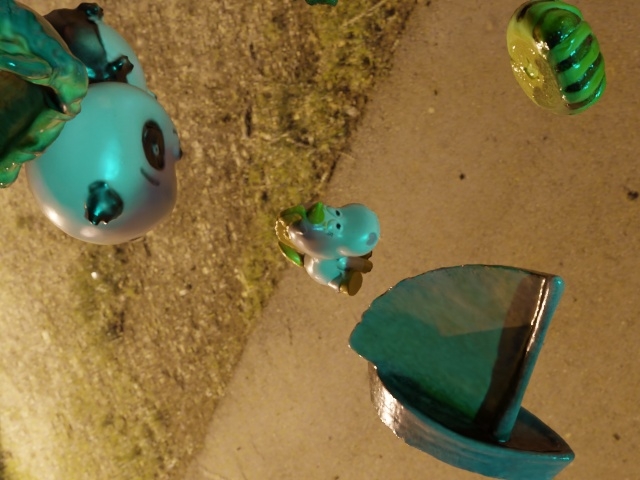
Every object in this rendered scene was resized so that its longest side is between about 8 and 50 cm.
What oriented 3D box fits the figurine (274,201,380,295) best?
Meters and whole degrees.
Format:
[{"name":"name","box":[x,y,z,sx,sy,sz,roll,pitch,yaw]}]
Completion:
[{"name":"figurine","box":[0.008,0.000,0.876,0.178,0.129,0.109,94,-179,-68]}]

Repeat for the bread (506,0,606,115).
[{"name":"bread","box":[0.255,-0.200,0.751,0.139,0.071,0.130,55,-174,-36]}]

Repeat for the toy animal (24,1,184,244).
[{"name":"toy animal","box":[-0.240,-0.109,0.737,0.235,0.165,0.187,57,174,18]}]

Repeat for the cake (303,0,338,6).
[{"name":"cake","box":[0.108,-0.407,0.589,0.314,0.307,0.293,-7,123,28]}]

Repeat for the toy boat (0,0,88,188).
[{"name":"toy boat","box":[-0.226,-0.030,0.376,0.293,0.108,0.099,-41,60,34]}]

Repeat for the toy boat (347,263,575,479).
[{"name":"toy boat","box":[0.161,0.143,0.825,0.276,0.111,0.294,6,116,34]}]
